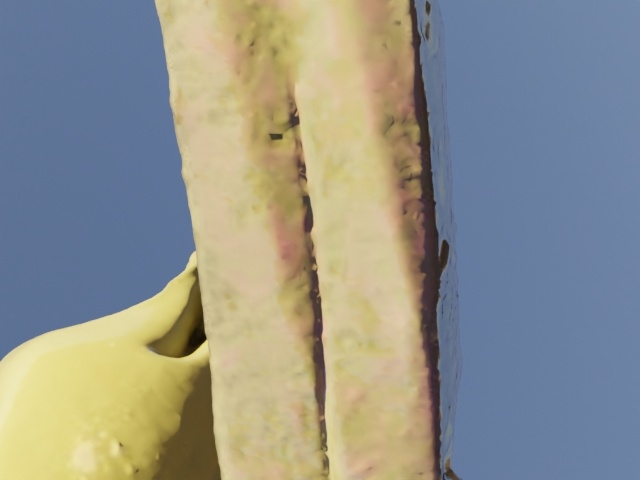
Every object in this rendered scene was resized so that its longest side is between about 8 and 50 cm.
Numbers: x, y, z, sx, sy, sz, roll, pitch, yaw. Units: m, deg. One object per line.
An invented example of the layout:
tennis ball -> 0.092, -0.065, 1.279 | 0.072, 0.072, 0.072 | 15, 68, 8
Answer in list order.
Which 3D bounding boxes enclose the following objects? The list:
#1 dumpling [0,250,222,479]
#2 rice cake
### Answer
dumpling -> -0.154, 0.211, 0.913 | 0.233, 0.315, 0.395 | 18, -126, 12
rice cake -> 0.002, 0.001, 0.486 | 0.050, 0.106, 0.297 | -47, -45, -60
